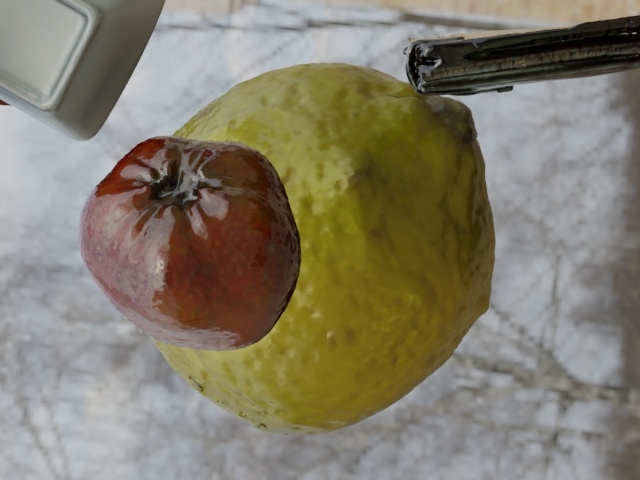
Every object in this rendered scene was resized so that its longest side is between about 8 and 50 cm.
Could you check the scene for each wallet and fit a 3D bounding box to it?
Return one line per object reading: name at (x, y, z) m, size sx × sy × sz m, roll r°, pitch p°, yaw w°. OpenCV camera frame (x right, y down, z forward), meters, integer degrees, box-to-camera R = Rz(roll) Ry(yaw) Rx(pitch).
wallet at (0.140, -0.122, 1.132) m, size 0.317 × 0.169 × 0.044 m, roll -80°, pitch -17°, yaw -84°

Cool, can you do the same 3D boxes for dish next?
dish at (-0.247, -0.179, 1.277) m, size 0.154 × 0.234 × 0.064 m, roll -60°, pitch 0°, yaw 22°

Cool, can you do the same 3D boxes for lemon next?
lemon at (0.000, 0.000, 1.626) m, size 0.387 × 0.350 × 0.350 m, roll -47°, pitch 0°, yaw 19°

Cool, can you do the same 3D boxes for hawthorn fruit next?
hawthorn fruit at (-0.086, 0.020, 1.260) m, size 0.203 × 0.162 × 0.162 m, roll 74°, pitch -154°, yaw -54°

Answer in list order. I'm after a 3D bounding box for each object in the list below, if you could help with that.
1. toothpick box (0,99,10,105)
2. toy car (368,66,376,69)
toothpick box at (-0.394, -0.348, 2.133) m, size 0.204 × 0.204 × 0.333 m, roll 86°, pitch 169°, yaw -45°
toy car at (0.056, -0.141, 1.886) m, size 0.071 × 0.062 × 0.165 m, roll -61°, pitch 5°, yaw -4°
